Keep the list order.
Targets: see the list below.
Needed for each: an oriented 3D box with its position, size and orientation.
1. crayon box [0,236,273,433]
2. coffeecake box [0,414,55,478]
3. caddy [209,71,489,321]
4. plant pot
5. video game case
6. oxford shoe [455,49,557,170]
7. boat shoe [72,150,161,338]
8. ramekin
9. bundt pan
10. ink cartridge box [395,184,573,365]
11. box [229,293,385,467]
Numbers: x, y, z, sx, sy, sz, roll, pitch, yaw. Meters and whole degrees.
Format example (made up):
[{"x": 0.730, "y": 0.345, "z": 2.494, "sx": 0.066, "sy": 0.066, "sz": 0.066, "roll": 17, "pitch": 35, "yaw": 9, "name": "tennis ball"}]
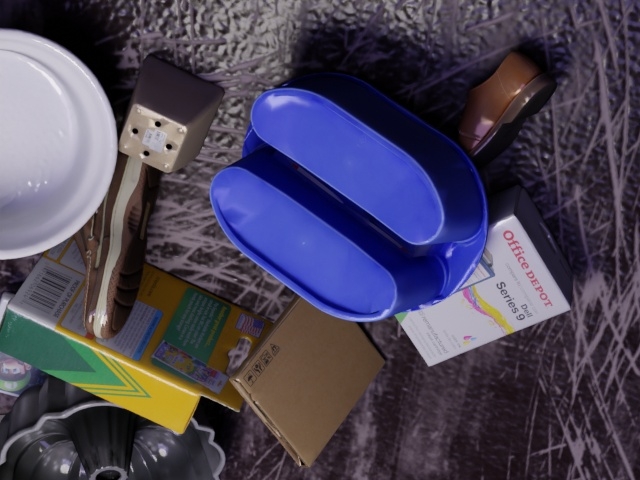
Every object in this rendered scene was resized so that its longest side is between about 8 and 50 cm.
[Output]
[{"x": -0.243, "y": 0.126, "z": 1.867, "sx": 0.323, "sy": 0.203, "sz": 0.083, "roll": 25, "pitch": 124, "yaw": -3, "name": "crayon box"}, {"x": -0.476, "y": 0.339, "z": 2.126, "sx": 0.185, "sy": 0.068, "sz": 0.142, "roll": -4, "pitch": 119, "yaw": 15, "name": "coffeecake box"}, {"x": 0.036, "y": -0.053, "z": 1.698, "sx": 0.341, "sy": 0.179, "sz": 0.241, "roll": 36, "pitch": 112, "yaw": 15, "name": "caddy"}, {"x": -0.198, "y": -0.148, "z": 1.758, "sx": 0.109, "sy": 0.096, "sz": 0.109, "roll": 25, "pitch": 122, "yaw": -2, "name": "plant pot"}, {"x": -0.385, "y": 0.164, "z": 1.999, "sx": 0.190, "sy": 0.022, "sz": 0.173, "roll": 17, "pitch": 125, "yaw": -19, "name": "video game case"}, {"x": 0.197, "y": -0.144, "z": 1.702, "sx": 0.076, "sy": 0.076, "sz": 0.212, "roll": 51, "pitch": 126, "yaw": 17, "name": "oxford shoe"}, {"x": -0.276, "y": -0.001, "z": 1.801, "sx": 0.095, "sy": 0.257, "sz": 0.095, "roll": 7, "pitch": 159, "yaw": 12, "name": "boat shoe"}, {"x": -0.399, "y": -0.124, "z": 1.730, "sx": 0.277, "sy": 0.135, "sz": 0.277, "roll": -4, "pitch": 102, "yaw": -20, "name": "ramekin"}, {"x": -0.304, "y": 0.286, "z": 1.977, "sx": 0.330, "sy": 0.124, "sz": 0.331, "roll": -8, "pitch": 136, "yaw": -8, "name": "bundt pan"}, {"x": 0.195, "y": 0.045, "z": 1.789, "sx": 0.212, "sy": 0.093, "sz": 0.154, "roll": -24, "pitch": 112, "yaw": 22, "name": "ink cartridge box"}, {"x": -0.013, "y": 0.172, "z": 1.854, "sx": 0.021, "sy": 0.201, "sz": 0.164, "roll": -12, "pitch": 121, "yaw": 49, "name": "box"}]
